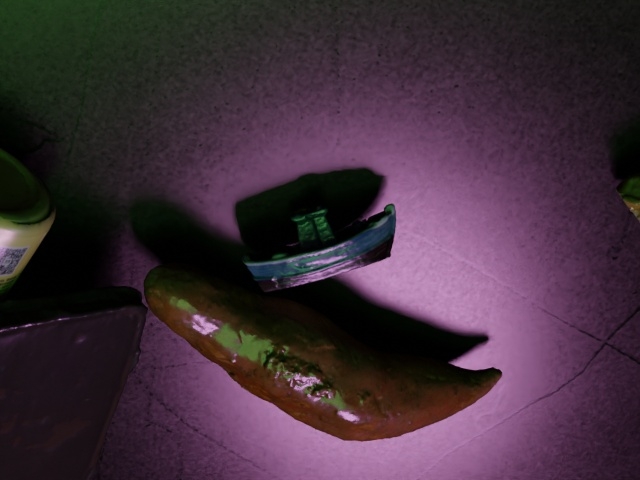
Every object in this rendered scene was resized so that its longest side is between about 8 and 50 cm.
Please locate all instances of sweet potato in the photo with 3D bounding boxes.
[{"bbox_3d":[-0.005,0.115,1.234,0.354,0.095,0.106,20,101,-22],"label":"sweet potato"}]

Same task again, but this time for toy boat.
[{"bbox_3d":[0.000,0.000,1.187,0.137,0.060,0.061,-14,98,4],"label":"toy boat"}]

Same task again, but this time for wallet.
[{"bbox_3d":[-0.257,0.155,1.207,0.165,0.042,0.310,-9,140,-34],"label":"wallet"}]

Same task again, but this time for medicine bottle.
[{"bbox_3d":[-0.318,0.035,1.127,0.124,0.124,0.239,26,117,-23],"label":"medicine bottle"}]

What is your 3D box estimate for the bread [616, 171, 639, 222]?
[{"bbox_3d":[0.314,-0.052,1.197,0.110,0.060,0.066,-31,135,9],"label":"bread"}]
